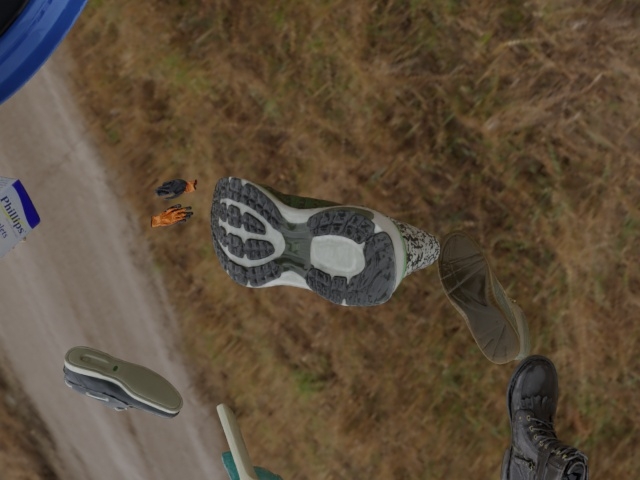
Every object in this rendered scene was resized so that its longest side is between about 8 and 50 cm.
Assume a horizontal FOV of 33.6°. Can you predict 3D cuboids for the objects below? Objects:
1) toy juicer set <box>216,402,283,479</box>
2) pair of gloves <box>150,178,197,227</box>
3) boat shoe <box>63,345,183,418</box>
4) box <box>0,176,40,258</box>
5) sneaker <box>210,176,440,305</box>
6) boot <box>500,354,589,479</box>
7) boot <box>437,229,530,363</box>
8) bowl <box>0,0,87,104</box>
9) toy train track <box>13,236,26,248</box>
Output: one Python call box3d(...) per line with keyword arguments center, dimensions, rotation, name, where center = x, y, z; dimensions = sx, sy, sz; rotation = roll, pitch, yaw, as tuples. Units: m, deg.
box3d(center=(-0.079, 0.399, 1.465), dimensions=(0.209, 0.090, 0.329), rotation=(-110, -5, -46), name="toy juicer set")
box3d(center=(-0.229, -0.059, 1.648), dimensions=(0.074, 0.083, 0.010), rotation=(-9, 149, 21), name="pair of gloves")
box3d(center=(-0.359, 0.270, 1.930), dimensions=(0.233, 0.084, 0.079), rotation=(21, 120, 7), name="boat shoe")
box3d(center=(-0.447, -0.017, 1.331), dimensions=(0.126, 0.137, 0.072), rotation=(10, 136, 36), name="box")
box3d(center=(0.000, 0.000, 1.536), dimensions=(0.410, 0.182, 0.158), rotation=(19, 106, 43), name="sneaker")
box3d(center=(0.369, 0.324, 1.682), dimensions=(0.091, 0.262, 0.229), rotation=(6, -179, -10), name="boot")
box3d(center=(0.255, 0.089, 1.635), dimensions=(0.213, 0.077, 0.165), rotation=(65, -164, 14), name="boot")
box3d(center=(-0.400, -0.336, 1.375), dimensions=(0.077, 0.391, 0.391), rotation=(34, 149, 1), name="bowl")
box3d(center=(-0.569, -0.004, 1.893), dimensions=(0.048, 0.083, 0.014), rotation=(-106, 19, -48), name="toy train track")
